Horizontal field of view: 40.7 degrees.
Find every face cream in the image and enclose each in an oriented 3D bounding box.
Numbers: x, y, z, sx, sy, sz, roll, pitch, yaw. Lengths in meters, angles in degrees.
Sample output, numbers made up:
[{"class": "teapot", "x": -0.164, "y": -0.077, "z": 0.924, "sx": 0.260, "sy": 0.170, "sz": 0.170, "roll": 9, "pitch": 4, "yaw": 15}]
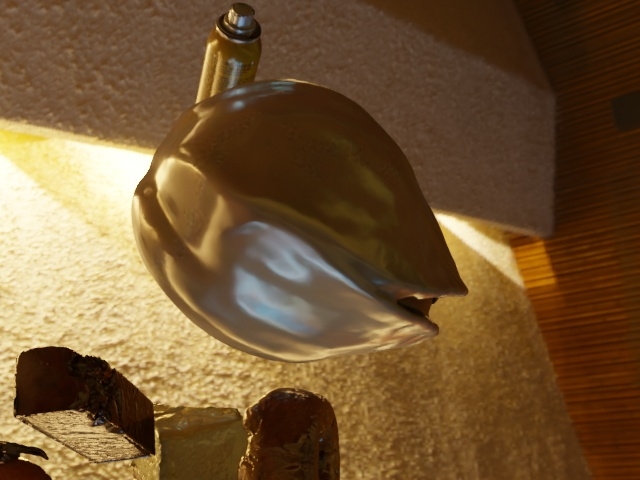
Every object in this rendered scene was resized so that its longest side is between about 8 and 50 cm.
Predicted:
[{"class": "face cream", "x": -0.182, "y": -0.304, "z": 1.662, "sx": 0.105, "sy": 0.348, "sz": 0.105, "roll": 9, "pitch": -131, "yaw": -11}]

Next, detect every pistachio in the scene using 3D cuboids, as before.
[{"class": "pistachio", "x": 0.000, "y": 0.000, "z": 0.680, "sx": 0.332, "sy": 0.226, "sz": 0.207, "roll": 34, "pitch": -96, "yaw": -52}]

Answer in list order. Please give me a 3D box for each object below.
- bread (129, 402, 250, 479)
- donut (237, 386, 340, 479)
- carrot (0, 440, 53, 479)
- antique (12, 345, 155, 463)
[{"class": "bread", "x": -0.236, "y": 0.423, "z": 1.525, "sx": 0.198, "sy": 0.236, "sz": 0.263, "roll": -1, "pitch": -90, "yaw": -31}, {"class": "donut", "x": -0.042, "y": 0.323, "z": 1.251, "sx": 0.226, "sy": 0.114, "sz": 0.226, "roll": -3, "pitch": -90, "yaw": -77}, {"class": "carrot", "x": -0.367, "y": 0.343, "z": 0.945, "sx": 0.214, "sy": 0.193, "sz": 0.331, "roll": 8, "pitch": -128, "yaw": -61}, {"class": "antique", "x": -0.303, "y": 0.223, "z": 1.138, "sx": 0.310, "sy": 0.093, "sz": 0.087, "roll": 78, "pitch": -176, "yaw": -64}]
